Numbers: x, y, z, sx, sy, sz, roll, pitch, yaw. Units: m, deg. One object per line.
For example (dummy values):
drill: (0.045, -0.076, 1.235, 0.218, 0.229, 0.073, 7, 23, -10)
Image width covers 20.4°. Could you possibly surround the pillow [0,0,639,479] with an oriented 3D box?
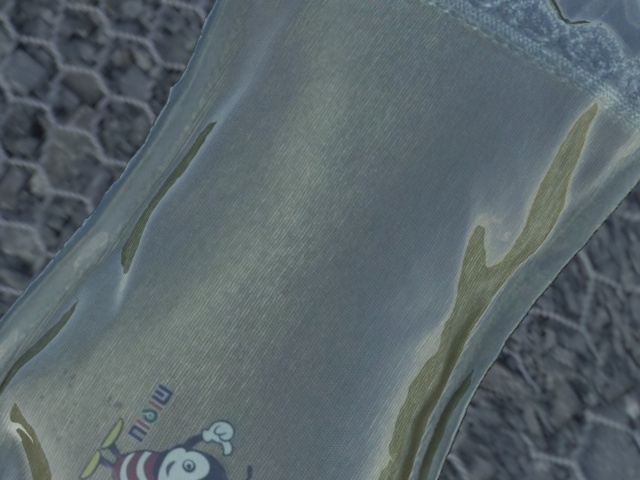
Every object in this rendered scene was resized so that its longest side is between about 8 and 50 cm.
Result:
pillow: (0.000, 0.000, 0.467, 0.130, 0.033, 0.217, 33, 84, 3)
